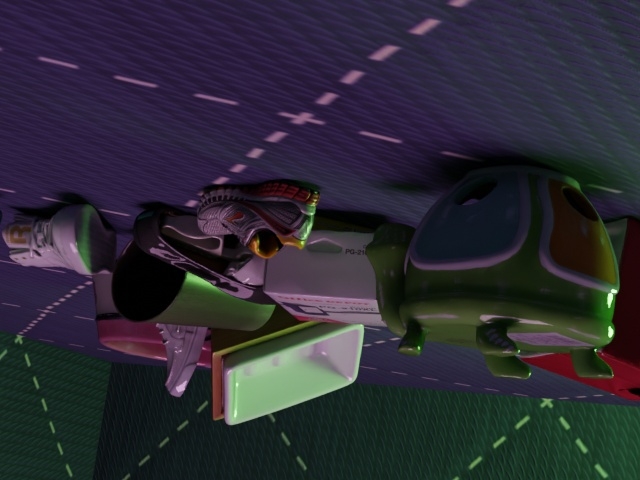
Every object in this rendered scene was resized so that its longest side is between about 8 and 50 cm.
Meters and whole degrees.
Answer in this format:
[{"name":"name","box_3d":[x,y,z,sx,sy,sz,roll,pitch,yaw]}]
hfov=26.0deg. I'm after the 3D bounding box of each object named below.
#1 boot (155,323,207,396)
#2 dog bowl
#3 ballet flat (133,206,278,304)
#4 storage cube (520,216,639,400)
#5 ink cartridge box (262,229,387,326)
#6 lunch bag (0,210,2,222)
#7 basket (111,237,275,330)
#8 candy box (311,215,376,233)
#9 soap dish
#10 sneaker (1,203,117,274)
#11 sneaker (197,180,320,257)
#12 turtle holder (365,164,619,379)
[{"name":"boot","box_3d":[-0.266,0.147,2.481,0.123,0.258,0.095,17,-170,-12]},{"name":"dog bowl","box_3d":[-0.259,0.155,2.722,0.408,0.150,0.408,7,169,1]},{"name":"ballet flat","box_3d":[-0.149,0.023,2.100,0.280,0.095,0.096,21,150,-19]},{"name":"storage cube","box_3d":[0.408,0.093,1.833,0.193,0.215,0.184,20,165,-23]},{"name":"ink cartridge box","box_3d":[0.027,0.058,2.034,0.172,0.100,0.237,3,168,13]},{"name":"lunch bag","box_3d":[-0.588,0.020,2.096,0.160,0.223,0.262,16,168,-1]},{"name":"basket","box_3d":[-0.196,0.074,2.295,0.227,0.154,0.204,14,158,-42]},{"name":"candy box","box_3d":[0.000,0.000,2.092,0.105,0.027,0.206,15,167,-20]},{"name":"soap dish","box_3d":[-0.069,0.204,2.523,0.291,0.118,0.229,-17,145,-16]},{"name":"sneaker","box_3d":[-0.429,0.002,2.195,0.169,0.108,0.292,4,170,2]},{"name":"sneaker","box_3d":[-0.096,-0.024,1.877,0.088,0.092,0.225,17,166,-37]},{"name":"turtle holder","box_3d":[0.211,0.040,1.648,0.243,0.227,0.320,10,169,-16]}]
